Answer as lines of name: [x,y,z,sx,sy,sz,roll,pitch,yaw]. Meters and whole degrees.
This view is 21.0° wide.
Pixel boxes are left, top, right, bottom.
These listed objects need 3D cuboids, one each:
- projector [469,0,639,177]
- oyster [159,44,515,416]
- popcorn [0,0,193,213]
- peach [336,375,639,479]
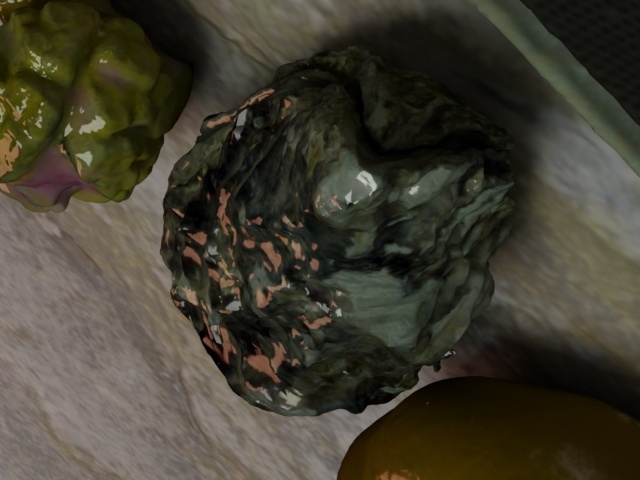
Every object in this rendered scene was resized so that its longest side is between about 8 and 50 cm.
projector: [0.178,-0.129,0.307,0.248,0.249,0.248,1,149,50]
oyster: [0.004,-0.001,0.850,0.162,0.158,0.351,7,165,-8]
popcorn: [-0.138,-0.076,0.926,0.125,0.126,0.145,27,153,12]
peach: [0.121,0.178,0.934,0.251,0.153,0.251,22,144,17]
